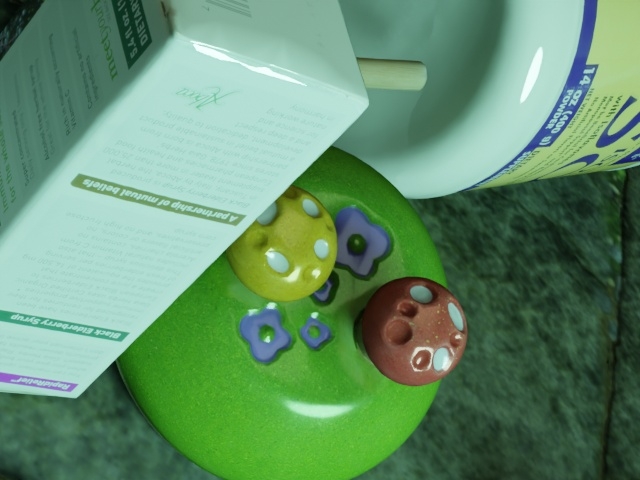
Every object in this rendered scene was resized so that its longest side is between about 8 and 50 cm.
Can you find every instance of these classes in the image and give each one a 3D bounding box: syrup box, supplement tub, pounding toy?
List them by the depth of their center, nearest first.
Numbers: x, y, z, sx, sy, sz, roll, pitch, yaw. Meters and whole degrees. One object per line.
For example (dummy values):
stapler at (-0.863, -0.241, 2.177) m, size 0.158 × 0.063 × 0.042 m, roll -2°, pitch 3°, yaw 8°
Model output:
syrup box at (-0.094, -0.033, 0.593) m, size 0.096 × 0.237 × 0.093 m, roll 14°, pitch 48°, yaw -38°
pounding toy at (0.000, 0.000, 0.686) m, size 0.183 × 0.110 × 0.237 m, roll 4°, pitch 77°, yaw -24°
supplement tub at (0.137, -0.158, 0.927) m, size 0.331 × 0.241 × 0.241 m, roll -9°, pitch 64°, yaw -47°

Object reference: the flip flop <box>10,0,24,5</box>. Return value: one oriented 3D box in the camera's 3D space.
flip flop at (-0.159, -0.179, 0.804) m, size 0.112 × 0.080 × 0.277 m, roll 3°, pitch 40°, yaw -43°
